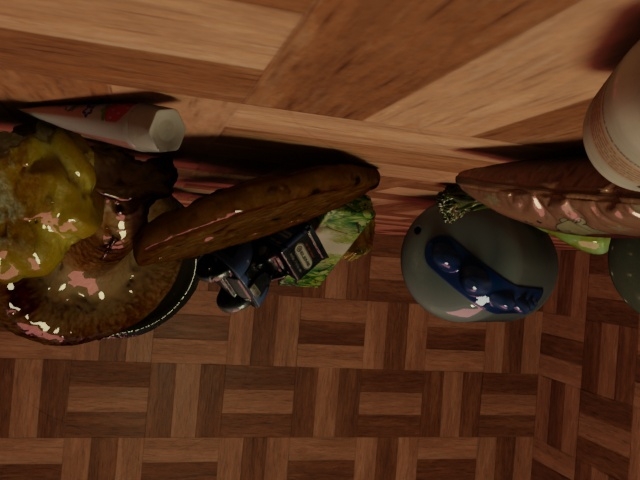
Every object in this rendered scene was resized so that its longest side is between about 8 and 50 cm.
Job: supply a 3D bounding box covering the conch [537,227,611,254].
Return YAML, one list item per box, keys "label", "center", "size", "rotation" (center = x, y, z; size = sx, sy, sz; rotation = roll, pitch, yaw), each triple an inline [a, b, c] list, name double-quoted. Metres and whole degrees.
- label: "conch"
  center: [0.487, -0.024, 1.146]
  size: [0.200, 0.080, 0.095]
  rotation: [23, -159, 27]

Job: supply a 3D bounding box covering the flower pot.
- label: "flower pot"
  center: [-0.478, 0.008, 1.470]
  size: [0.379, 0.379, 0.251]
  rotation: [5, -163, -27]

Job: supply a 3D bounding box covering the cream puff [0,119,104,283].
- label: "cream puff"
  center: [-0.343, -0.054, 0.684]
  size: [0.220, 0.195, 0.195]
  rotation: [12, 178, -2]

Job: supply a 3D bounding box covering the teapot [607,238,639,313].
- label: "teapot"
  center: [0.494, 0.012, 0.871]
  size: [0.183, 0.184, 0.251]
  rotation: [4, -171, 19]

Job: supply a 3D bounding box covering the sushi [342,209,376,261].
- label: "sushi"
  center: [-0.009, -0.026, 1.375]
  size: [0.274, 0.139, 0.184]
  rotation: [9, 173, -38]

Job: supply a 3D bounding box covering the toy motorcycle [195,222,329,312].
- label: "toy motorcycle"
  center: [-0.159, 0.001, 1.155]
  size: [0.358, 0.212, 0.125]
  rotation: [29, 153, 49]

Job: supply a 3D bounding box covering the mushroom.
- label: "mushroom"
  center: [-0.345, 0.013, 0.983]
  size: [0.356, 0.334, 0.331]
  rotation: [10, -172, 29]

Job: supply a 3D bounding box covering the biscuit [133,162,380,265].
- label: "biscuit"
  center: [-0.088, -0.037, 0.853]
  size: [0.359, 0.046, 0.359]
  rotation: [-17, 177, -1]

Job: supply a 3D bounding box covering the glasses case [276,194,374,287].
- label: "glasses case"
  center: [0.000, 0.000, 1.190]
  size: [0.095, 0.062, 0.272]
  rotation: [5, 146, -24]

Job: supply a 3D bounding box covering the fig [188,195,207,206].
- label: "fig"
  center: [-0.277, -0.072, 1.559]
  size: [0.132, 0.185, 0.127]
  rotation: [-16, 135, 9]

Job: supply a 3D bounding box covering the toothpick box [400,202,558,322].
- label: "toothpick box"
  center: [0.307, 0.049, 1.189]
  size: [0.263, 0.263, 0.354]
  rotation: [4, 177, 34]

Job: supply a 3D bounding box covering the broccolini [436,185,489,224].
- label: "broccolini"
  center: [0.247, -0.069, 0.894]
  size: [0.067, 0.058, 0.216]
  rotation: [-41, -167, -25]

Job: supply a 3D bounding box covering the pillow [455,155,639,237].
- label: "pillow"
  center: [0.296, -0.044, 0.643]
  size: [0.223, 0.084, 0.236]
  rotation: [5, -177, -40]

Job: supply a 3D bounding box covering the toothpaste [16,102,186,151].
- label: "toothpaste"
  center: [-0.206, -0.111, 0.587]
  size: [0.194, 0.043, 0.067]
  rotation: [13, -176, 35]

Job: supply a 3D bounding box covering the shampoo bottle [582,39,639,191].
- label: "shampoo bottle"
  center: [0.172, -0.069, 0.281]
  size: [0.074, 0.074, 0.192]
  rotation: [4, 177, 13]
